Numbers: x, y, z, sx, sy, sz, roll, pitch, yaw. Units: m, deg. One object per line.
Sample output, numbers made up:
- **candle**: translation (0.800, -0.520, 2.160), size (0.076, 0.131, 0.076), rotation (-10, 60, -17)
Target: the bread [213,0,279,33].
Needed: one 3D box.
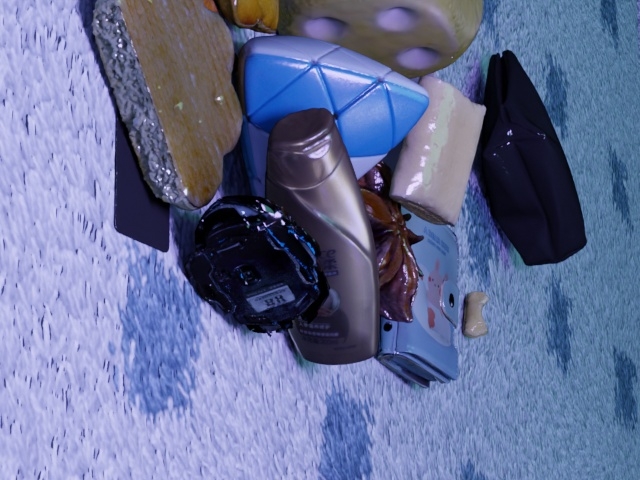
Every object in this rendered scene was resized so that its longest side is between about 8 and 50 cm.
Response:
- **bread**: translation (-0.103, -0.359, 1.856), size (0.160, 0.088, 0.233), rotation (-1, 82, -64)

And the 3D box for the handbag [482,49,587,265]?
- **handbag**: translation (0.360, -0.161, 2.787), size (0.288, 0.152, 0.342), rotation (-90, 161, -46)

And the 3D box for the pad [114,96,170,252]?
- **pad**: translation (-0.189, -0.073, 1.679), size (0.112, 0.003, 0.157), rotation (29, 57, -62)

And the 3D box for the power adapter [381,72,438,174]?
- **power adapter**: translation (0.107, -0.182, 2.225), size (0.125, 0.130, 0.205), rotation (-72, 147, -42)

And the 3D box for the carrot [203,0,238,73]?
- **carrot**: translation (-0.132, -0.255, 1.813), size (0.191, 0.047, 0.047), rotation (58, 33, -47)

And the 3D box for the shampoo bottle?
- **shampoo bottle**: translation (0.000, 0.000, 1.858), size (0.084, 0.125, 0.350), rotation (-82, 168, -47)

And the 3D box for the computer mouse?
- **computer mouse**: translation (-0.068, 0.020, 1.776), size (0.242, 0.146, 0.077), rotation (61, 15, -45)

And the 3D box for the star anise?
- **star anise**: translation (0.063, -0.004, 2.122), size (0.214, 0.099, 0.220), rotation (41, 42, -37)

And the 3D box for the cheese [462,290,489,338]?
- **cheese**: translation (0.256, 0.120, 2.574), size (0.030, 0.044, 0.083), rotation (79, 18, -56)

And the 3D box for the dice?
- **dice**: translation (0.071, -0.355, 2.064), size (0.233, 0.238, 0.227), rotation (42, 44, -55)

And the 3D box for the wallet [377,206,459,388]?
- **wallet**: translation (0.142, 0.076, 2.301), size (0.176, 0.075, 0.250), rotation (35, 51, -51)

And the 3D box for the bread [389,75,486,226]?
- **bread**: translation (0.160, -0.119, 2.134), size (0.139, 0.060, 0.178), rotation (26, 75, -52)

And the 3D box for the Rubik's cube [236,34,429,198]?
- **Rubik's cube**: translation (-0.046, -0.141, 1.866), size (0.254, 0.254, 0.254), rotation (-8, 90, -66)

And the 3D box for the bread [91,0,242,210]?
- **bread**: translation (-0.158, -0.183, 1.706), size (0.207, 0.056, 0.287), rotation (-46, 127, -56)
